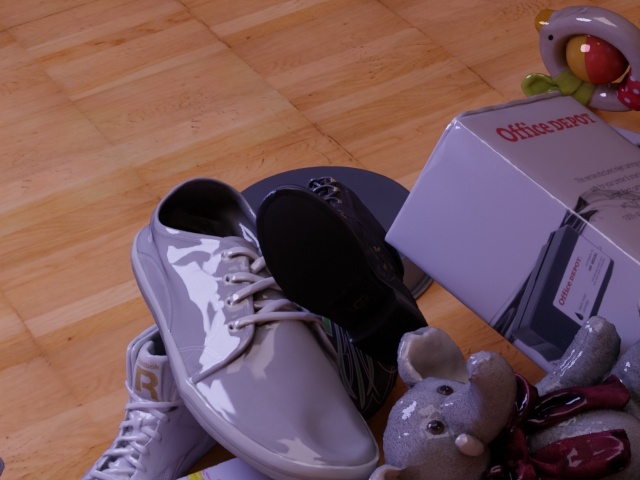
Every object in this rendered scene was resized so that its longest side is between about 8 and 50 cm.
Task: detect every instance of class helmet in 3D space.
[{"bbox_3d":[0.010,0.114,2.009,0.169,0.169,0.161,-17,21,-16],"label":"helmet"}]

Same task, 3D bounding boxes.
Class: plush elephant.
[{"bbox_3d":[0.176,0.180,1.661,0.255,0.330,0.272,21,48,-19],"label":"plush elephant"}]

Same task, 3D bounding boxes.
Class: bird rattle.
[{"bbox_3d":[0.369,-0.211,2.380,0.253,0.207,0.143,19,60,43],"label":"bird rattle"}]

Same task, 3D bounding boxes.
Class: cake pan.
[{"bbox_3d":[0.000,0.000,2.242,0.293,0.054,0.293,-3,36,2],"label":"cake pan"}]

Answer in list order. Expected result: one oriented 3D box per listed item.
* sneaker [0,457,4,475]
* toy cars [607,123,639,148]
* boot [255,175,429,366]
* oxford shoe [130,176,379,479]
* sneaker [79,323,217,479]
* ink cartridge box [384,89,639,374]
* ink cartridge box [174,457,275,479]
[{"bbox_3d":[-0.447,0.254,1.924,0.262,0.121,0.099,-12,52,28],"label":"sneaker"},{"bbox_3d":[0.368,-0.023,2.210,0.176,0.087,0.394,-2,31,-16],"label":"toy cars"},{"bbox_3d":[0.012,-0.002,1.892,0.091,0.263,0.229,-35,30,11],"label":"boot"},{"bbox_3d":[-0.071,0.083,1.847,0.169,0.130,0.449,5,32,-32],"label":"oxford shoe"},{"bbox_3d":[-0.191,0.194,1.902,0.108,0.169,0.292,14,41,21],"label":"sneaker"},{"bbox_3d":[0.306,0.033,1.892,0.395,0.166,0.285,40,26,20],"label":"ink cartridge box"},{"bbox_3d":[-0.057,0.312,1.767,0.278,0.117,0.201,-19,38,-19],"label":"ink cartridge box"}]
